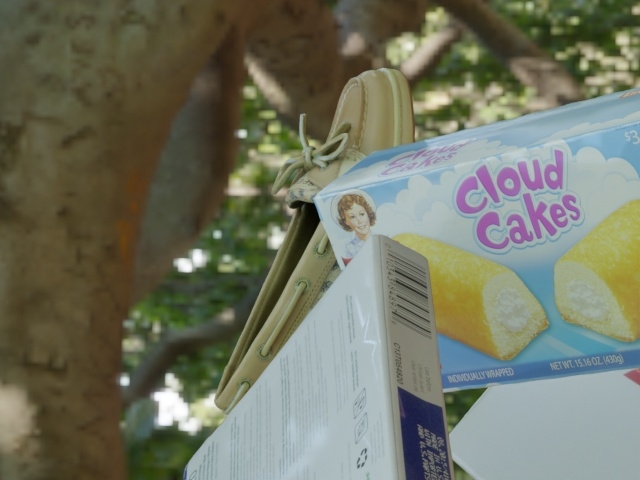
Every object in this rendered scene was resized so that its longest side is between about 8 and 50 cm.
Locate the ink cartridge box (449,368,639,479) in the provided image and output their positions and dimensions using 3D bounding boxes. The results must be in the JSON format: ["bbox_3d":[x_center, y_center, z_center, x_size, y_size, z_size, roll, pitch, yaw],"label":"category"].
[{"bbox_3d":[0.326,0.272,1.354,0.385,0.160,0.279,43,176,-29],"label":"ink cartridge box"}]

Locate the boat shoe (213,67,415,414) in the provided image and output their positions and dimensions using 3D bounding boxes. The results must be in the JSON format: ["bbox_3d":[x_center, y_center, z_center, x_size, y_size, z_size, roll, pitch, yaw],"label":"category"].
[{"bbox_3d":[0.000,0.000,1.160,0.104,0.089,0.285,145,140,-70],"label":"boat shoe"}]

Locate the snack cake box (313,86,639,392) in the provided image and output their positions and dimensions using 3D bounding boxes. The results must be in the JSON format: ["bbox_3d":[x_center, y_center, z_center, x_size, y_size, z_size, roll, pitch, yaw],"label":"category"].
[{"bbox_3d":[0.141,0.001,0.999,0.089,0.264,0.152,-37,-71,-47],"label":"snack cake box"}]

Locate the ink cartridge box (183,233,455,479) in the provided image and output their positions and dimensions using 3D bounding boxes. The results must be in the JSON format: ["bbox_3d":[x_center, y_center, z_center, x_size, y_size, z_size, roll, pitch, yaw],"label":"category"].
[{"bbox_3d":[-0.008,0.143,0.893,0.224,0.045,0.223,-51,24,31],"label":"ink cartridge box"}]
